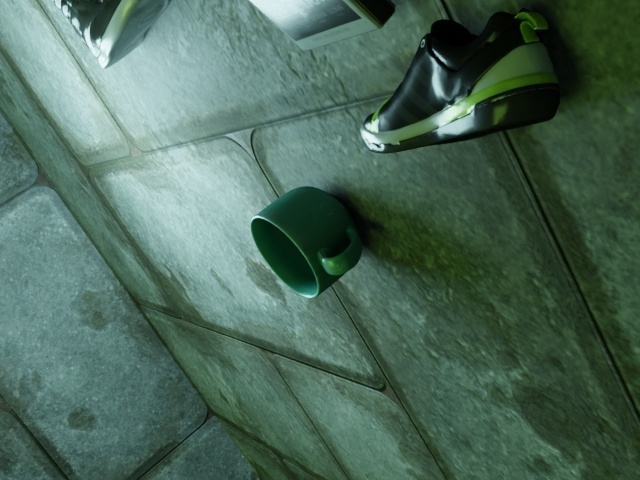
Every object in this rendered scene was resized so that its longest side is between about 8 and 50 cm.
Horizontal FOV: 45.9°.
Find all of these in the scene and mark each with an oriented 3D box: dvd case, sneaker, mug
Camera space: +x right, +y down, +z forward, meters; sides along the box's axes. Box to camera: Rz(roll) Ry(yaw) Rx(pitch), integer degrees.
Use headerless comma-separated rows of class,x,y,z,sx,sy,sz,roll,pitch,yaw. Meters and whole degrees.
dvd case,-0.062,-0.260,0.650,0.239,0.029,0.179,39,172,-22
sneaker,0.109,-0.131,0.624,0.235,0.084,0.097,-4,98,61
mug,-0.003,0.003,0.966,0.158,0.097,0.129,39,154,25
sneaker,-0.297,-0.330,1.011,0.146,0.104,0.296,52,162,-14
